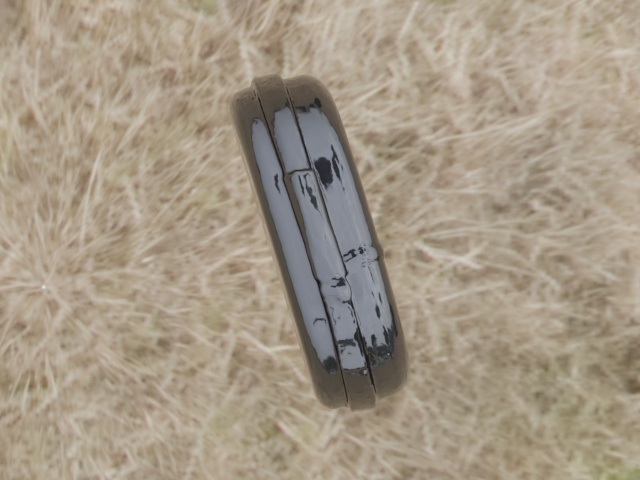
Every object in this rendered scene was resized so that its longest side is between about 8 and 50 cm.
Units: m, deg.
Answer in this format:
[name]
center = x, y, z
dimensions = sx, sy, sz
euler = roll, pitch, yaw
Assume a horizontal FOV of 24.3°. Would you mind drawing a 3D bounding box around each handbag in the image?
[handbag]
center = 0.001, -0.001, 1.298
dimensions = 0.093, 0.254, 0.308
euler = -17, 83, -3
